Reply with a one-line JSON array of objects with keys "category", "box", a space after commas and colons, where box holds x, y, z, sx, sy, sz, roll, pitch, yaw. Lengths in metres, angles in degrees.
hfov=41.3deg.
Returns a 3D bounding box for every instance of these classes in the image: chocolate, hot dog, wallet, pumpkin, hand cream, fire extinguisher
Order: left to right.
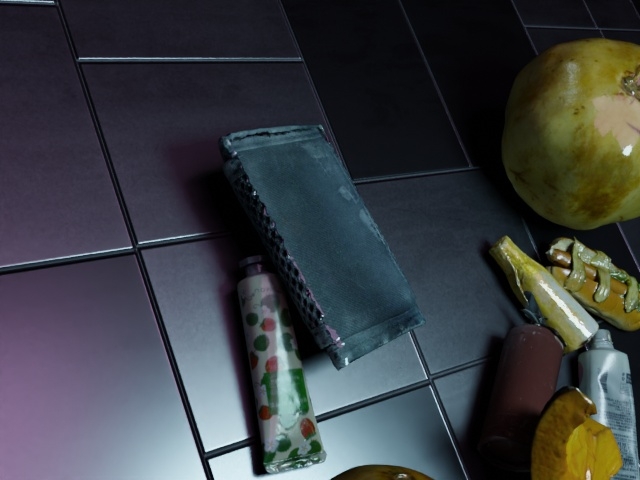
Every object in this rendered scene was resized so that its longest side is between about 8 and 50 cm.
[{"category": "hand cream", "box": [-0.058, 0.154, 1.093, 0.095, 0.059, 0.276, -2, 71, -36]}, {"category": "wallet", "box": [0.000, 0.000, 1.185, 0.237, 0.075, 0.342, -17, 76, -56]}, {"category": "fire extinguisher", "box": [0.311, 0.207, 1.289, 0.104, 0.105, 0.269, 36, 52, -14]}, {"category": "chocolate", "box": [0.363, 0.086, 1.412, 0.219, 0.085, 0.085, 49, 49, 3]}, {"category": "pumpkin", "box": [0.357, 0.351, 1.186, 0.258, 0.095, 0.290, 17, 83, -48]}, {"category": "hot dog", "box": [0.498, 0.079, 1.508, 0.269, 0.072, 0.109, 27, 56, -19]}, {"category": "hand cream", "box": [0.465, 0.311, 1.376, 0.124, 0.077, 0.341, 16, 66, -28]}]

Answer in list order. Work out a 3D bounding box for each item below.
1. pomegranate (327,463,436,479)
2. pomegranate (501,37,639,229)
[{"category": "pomegranate", "box": [0.069, 0.371, 0.958, 0.248, 0.248, 0.248, 16, 58, -27]}, {"category": "pomegranate", "box": [0.474, -0.183, 1.480, 0.332, 0.332, 0.333, 16, 58, -27]}]
